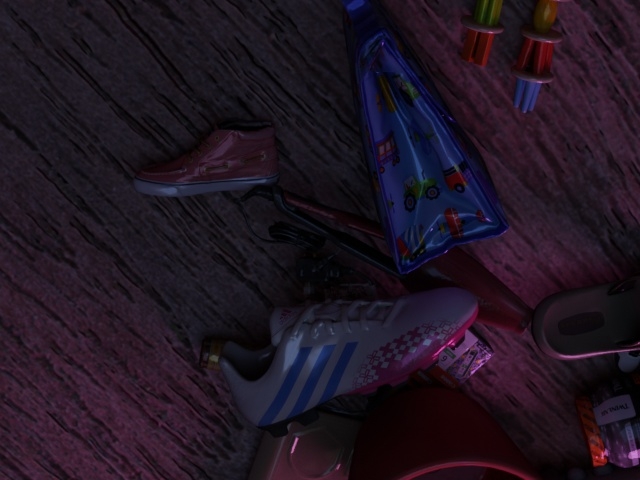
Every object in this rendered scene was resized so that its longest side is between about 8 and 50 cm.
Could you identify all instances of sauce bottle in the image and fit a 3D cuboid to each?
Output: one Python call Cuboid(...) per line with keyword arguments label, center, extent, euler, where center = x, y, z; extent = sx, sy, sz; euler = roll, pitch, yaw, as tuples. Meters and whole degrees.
Cuboid(label="sauce bottle", center=(-0.092, 0.154, 1.823), extent=(0.128, 0.042, 0.042), euler=(8, 113, -7))

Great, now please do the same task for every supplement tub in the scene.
Cuboid(label="supplement tub", center=(0.433, 0.225, 1.826), extent=(0.190, 0.117, 0.117), euler=(-15, 113, 4))

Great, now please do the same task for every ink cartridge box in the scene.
Cuboid(label="ink cartridge box", center=(0.163, 0.161, 1.832), extent=(0.115, 0.029, 0.063), euler=(-44, 114, 12))

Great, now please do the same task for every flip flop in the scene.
Cuboid(label="flip flop", center=(0.395, 0.080, 1.744), extent=(0.277, 0.080, 0.112), euler=(-12, 83, -14))

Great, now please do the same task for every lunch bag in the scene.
Cuboid(label="lunch bag", center=(0.086, -0.149, 1.600), extent=(0.138, 0.221, 0.293), euler=(-23, 112, 8))

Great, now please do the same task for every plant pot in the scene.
Cuboid(label="plant pot", center=(0.150, 0.324, 1.755), extent=(0.275, 0.243, 0.275), euler=(-2, 113, -4))

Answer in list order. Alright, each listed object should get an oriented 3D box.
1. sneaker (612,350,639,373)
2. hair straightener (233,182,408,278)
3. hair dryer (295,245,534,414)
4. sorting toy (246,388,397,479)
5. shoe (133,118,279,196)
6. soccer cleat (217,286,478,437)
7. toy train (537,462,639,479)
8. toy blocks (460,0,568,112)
Cuboid(label="sneaker", center=(0.409, 0.128, 1.824), extent=(0.040, 0.044, 0.109), euler=(11, 114, -8))
Cuboid(label="hair straightener", center=(0.000, 0.000, 1.696), extent=(0.230, 0.047, 0.089), euler=(20, 108, -5))
Cuboid(label="hair dryer", center=(0.122, 0.096, 1.782), extent=(0.293, 0.080, 0.223), euler=(-8, 111, 11))
Cuboid(label="sorting toy", center=(0.032, 0.289, 1.889), extent=(0.229, 0.041, 0.307), euler=(17, 105, -11))
Cuboid(label="shoe", center=(-0.139, -0.102, 1.703), extent=(0.178, 0.063, 0.081), euler=(-3, 112, -6))
Cuboid(label="soccer cleat", center=(0.025, 0.119, 1.698), extent=(0.331, 0.116, 0.143), euler=(-29, 106, 18))
Cuboid(label="toy train", center=(0.385, 0.386, 1.889), extent=(0.334, 0.142, 0.190), euler=(-13, 103, 4))
Cuboid(label="toy blocks", center=(0.221, -0.228, 1.660), extent=(0.123, 0.054, 0.148), euler=(8, 113, -6))
